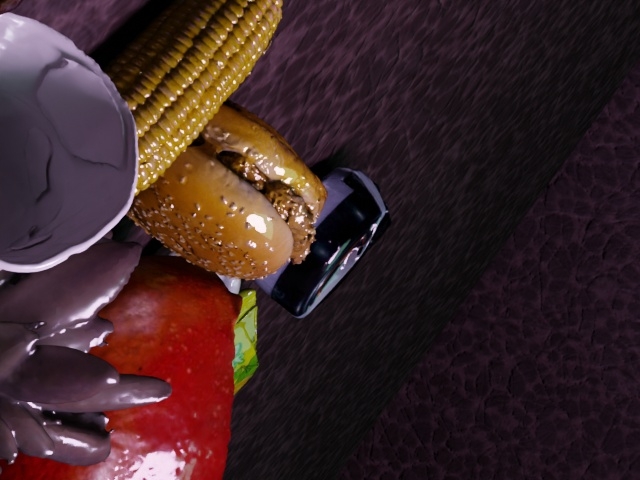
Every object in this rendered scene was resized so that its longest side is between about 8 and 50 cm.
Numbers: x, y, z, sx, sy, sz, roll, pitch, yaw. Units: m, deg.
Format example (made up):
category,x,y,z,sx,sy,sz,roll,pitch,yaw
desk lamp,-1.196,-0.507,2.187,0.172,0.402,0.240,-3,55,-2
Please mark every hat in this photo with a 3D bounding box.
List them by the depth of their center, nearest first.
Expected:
category,x,y,z,sx,sy,sz,roll,pitch,yaw
hat,-0.231,-0.044,1.219,0.203,0.203,0.126,-38,177,-40

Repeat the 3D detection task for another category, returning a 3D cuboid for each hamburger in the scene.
category,x,y,z,sx,sy,sz,roll,pitch,yaw
hamburger,-0.085,-0.040,1.570,0.118,0.191,0.182,-58,-156,-12

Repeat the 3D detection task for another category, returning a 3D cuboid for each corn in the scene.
category,x,y,z,sx,sy,sz,roll,pitch,yaw
corn,-0.137,-0.109,1.460,0.291,0.101,0.101,-48,167,-21

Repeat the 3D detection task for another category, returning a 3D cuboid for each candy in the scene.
category,x,y,z,sx,sy,sz,roll,pitch,yaw
candy,-0.124,0.157,2.267,0.149,0.069,0.246,-43,164,-17

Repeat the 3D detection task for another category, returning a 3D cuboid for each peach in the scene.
category,x,y,z,sx,sy,sz,roll,pitch,yaw
peach,-0.190,0.162,1.669,0.338,0.281,0.281,-46,166,-15

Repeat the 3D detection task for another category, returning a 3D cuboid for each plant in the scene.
category,x,y,z,sx,sy,sz,roll,pitch,yaw
plant,-0.272,0.098,1.309,0.321,0.194,0.181,-20,149,-28

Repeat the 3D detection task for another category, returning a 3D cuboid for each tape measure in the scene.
category,x,y,z,sx,sy,sz,roll,pitch,yaw
tape measure,-0.001,-0.001,2.159,0.182,0.107,0.181,-48,169,-11

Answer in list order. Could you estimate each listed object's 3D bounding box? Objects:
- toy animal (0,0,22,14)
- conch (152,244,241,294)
category,x,y,z,sx,sy,sz,roll,pitch,yaw
toy animal,-0.150,-0.245,1.127,0.260,0.087,0.243,-46,180,-24
conch,-0.144,0.062,1.888,0.116,0.106,0.173,-14,128,-36
